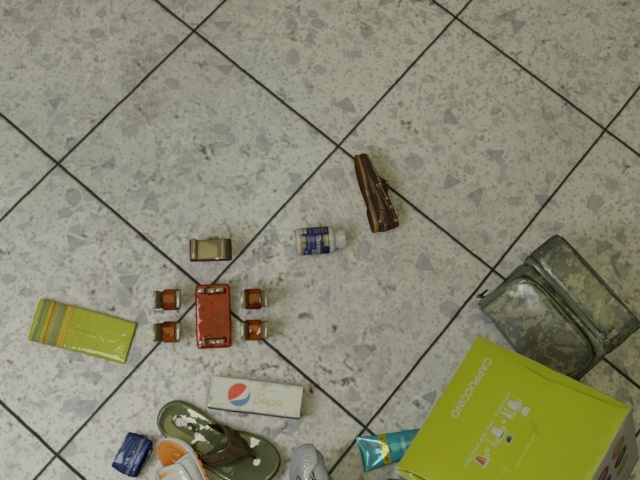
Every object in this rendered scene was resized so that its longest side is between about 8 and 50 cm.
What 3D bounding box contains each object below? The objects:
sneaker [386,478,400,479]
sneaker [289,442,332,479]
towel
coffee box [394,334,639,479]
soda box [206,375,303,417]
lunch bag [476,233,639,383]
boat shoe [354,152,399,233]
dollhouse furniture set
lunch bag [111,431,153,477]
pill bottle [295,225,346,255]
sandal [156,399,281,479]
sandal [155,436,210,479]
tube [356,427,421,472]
[{"bbox_3d":[0.206,0.594,1.802,0.162,0.073,0.063,41,77,9],"label":"sneaker"},{"bbox_3d":[0.066,0.586,1.734,0.210,0.137,0.366,-16,98,-17],"label":"sneaker"},{"bbox_3d":[-0.561,0.214,1.903,0.237,0.021,0.102,14,79,0],"label":"towel"},{"bbox_3d":[0.411,0.457,1.657,0.338,0.334,0.338,25,72,34],"label":"coffee box"},{"bbox_3d":[-0.150,0.361,1.854,0.216,0.069,0.074,7,74,0],"label":"soda box"},{"bbox_3d":[0.547,0.177,1.879,0.256,0.212,0.305,-40,78,4],"label":"lunch bag"},{"bbox_3d":[0.138,-0.121,2.007,0.073,0.073,0.207,-14,82,-8],"label":"boat shoe"},{"bbox_3d":[-0.254,0.125,1.907,0.262,0.135,0.259,-1,85,-3],"label":"dollhouse furniture set"},{"bbox_3d":[-0.414,0.478,1.808,0.065,0.067,0.098,24,73,4],"label":"lunch bag"},{"bbox_3d":[0.000,0.000,1.965,0.120,0.067,0.067,-4,74,-4],"label":"pill bottle"},{"bbox_3d":[-0.236,0.460,1.812,0.302,0.086,0.120,25,74,4],"label":"sandal"},{"bbox_3d":[-0.288,0.553,1.767,0.102,0.076,0.265,-42,77,31],"label":"sandal"},{"bbox_3d":[0.191,0.470,1.855,0.207,0.052,0.080,-13,68,-1],"label":"tube"}]
